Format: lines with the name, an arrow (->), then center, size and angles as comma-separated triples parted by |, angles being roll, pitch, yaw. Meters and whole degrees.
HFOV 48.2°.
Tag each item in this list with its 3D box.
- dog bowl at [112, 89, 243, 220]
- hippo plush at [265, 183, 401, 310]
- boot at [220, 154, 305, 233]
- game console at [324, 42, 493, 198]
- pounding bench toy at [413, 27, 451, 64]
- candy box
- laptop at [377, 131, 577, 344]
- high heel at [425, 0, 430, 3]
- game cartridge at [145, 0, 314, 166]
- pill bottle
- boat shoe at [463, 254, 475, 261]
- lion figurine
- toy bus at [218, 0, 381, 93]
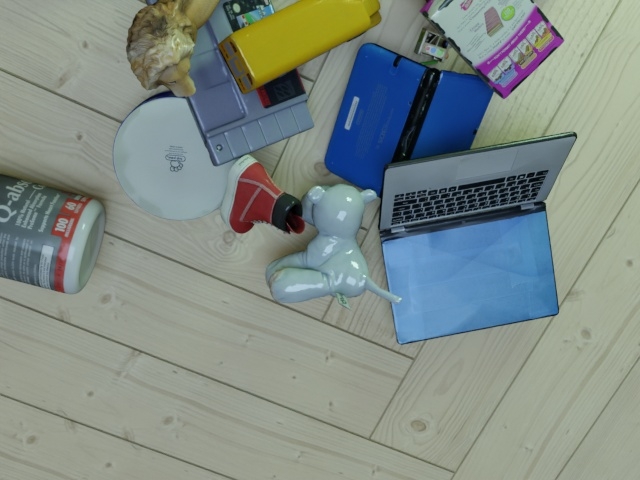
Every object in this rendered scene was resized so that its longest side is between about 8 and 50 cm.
dog bowl -> -0.294, -0.179, 1.499 | 0.265, 0.104, 0.264 | 0, 109, -1
hippo plush -> 0.000, 0.000, 1.493 | 0.235, 0.294, 0.236 | -6, 101, -18
boot -> -0.113, -0.046, 1.465 | 0.176, 0.244, 0.088 | 41, 64, 11
game console -> 0.183, -0.244, 1.508 | 0.250, 0.173, 0.293 | 30, 120, 21
pounding bench toy -> 0.229, -0.384, 1.467 | 0.065, 0.052, 0.083 | 18, 108, -8
candy box -> 0.324, -0.405, 1.348 | 0.159, 0.071, 0.233 | -44, 118, 13
laptop -> 0.333, 0.010, 1.492 | 0.382, 0.236, 0.408 | -11, 153, -4
high heel -> 0.264, -0.633, 1.382 | 0.181, 0.127, 0.377 | 6, 102, -49
game cartridge -> -0.170, -0.350, 1.400 | 0.230, 0.068, 0.354 | -24, 100, -13
pill bottle -> -0.654, -0.029, 1.486 | 0.363, 0.210, 0.210 | 15, 108, -7
boat shoe -> 0.370, 0.076, 1.641 | 0.133, 0.042, 0.049 | 41, 101, -16
lion figurine -> -0.209, -0.414, 1.225 | 0.142, 0.240, 0.392 | 30, 79, -15
toy bus -> -0.026, -0.398, 1.353 | 0.333, 0.130, 0.108 | -32, 103, -19
